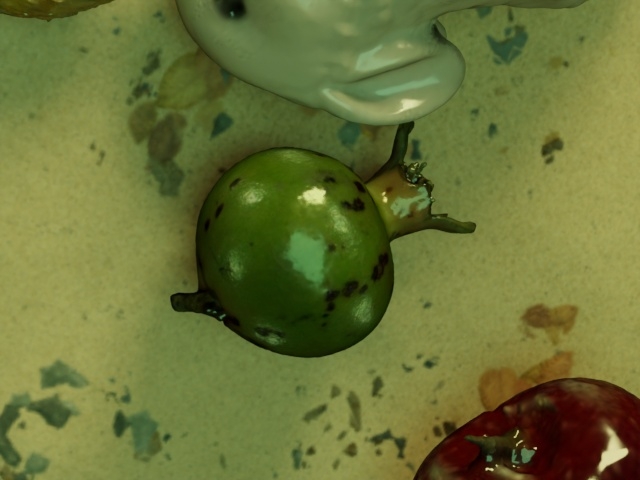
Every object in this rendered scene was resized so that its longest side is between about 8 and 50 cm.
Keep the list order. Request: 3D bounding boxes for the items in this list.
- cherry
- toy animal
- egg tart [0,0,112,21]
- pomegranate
[{"bbox_3d":[0.193,0.237,1.070,0.230,0.203,0.300,-35,124,-11],"label":"cherry"},{"bbox_3d":[0.079,-0.209,0.954,0.357,0.194,0.258,-31,135,8],"label":"toy animal"},{"bbox_3d":[-0.181,-0.239,0.897,0.191,0.074,0.191,-3,107,-9],"label":"egg tart"},{"bbox_3d":[0.001,-0.005,0.995,0.220,0.156,0.156,-37,114,-40],"label":"pomegranate"}]
